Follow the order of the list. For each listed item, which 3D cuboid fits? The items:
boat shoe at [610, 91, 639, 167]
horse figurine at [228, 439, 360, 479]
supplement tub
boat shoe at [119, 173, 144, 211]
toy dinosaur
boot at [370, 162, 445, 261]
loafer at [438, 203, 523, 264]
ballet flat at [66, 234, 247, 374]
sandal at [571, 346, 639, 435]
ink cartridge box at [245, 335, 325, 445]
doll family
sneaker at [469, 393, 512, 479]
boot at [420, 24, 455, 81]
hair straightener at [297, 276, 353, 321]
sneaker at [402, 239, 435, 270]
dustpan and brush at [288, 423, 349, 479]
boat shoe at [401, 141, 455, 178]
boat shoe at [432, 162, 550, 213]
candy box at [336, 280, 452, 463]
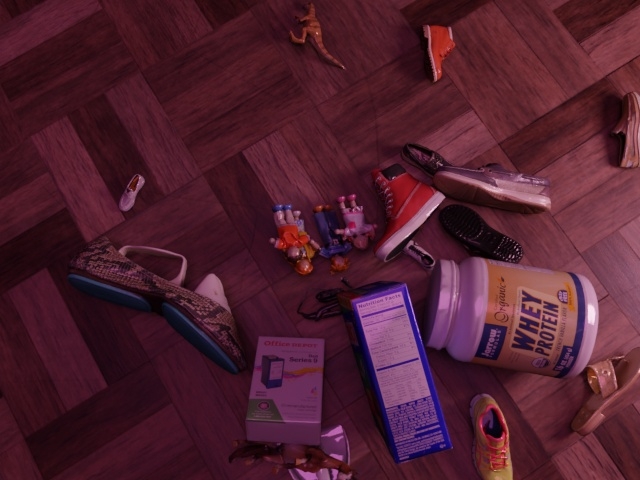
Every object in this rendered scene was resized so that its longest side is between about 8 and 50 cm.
[{"bbox_3d":[0.747,-0.270,1.359,0.072,0.068,0.190,-3,78,13],"label":"boat shoe"},{"bbox_3d":[-0.071,0.453,1.171,0.263,0.174,0.066,-4,75,38],"label":"horse figurine"},{"bbox_3d":[0.393,0.159,1.197,0.315,0.228,0.229,9,79,4],"label":"supplement tub"},{"bbox_3d":[-0.472,-0.120,1.383,0.035,0.035,0.100,28,80,7],"label":"boat shoe"},{"bbox_3d":[-0.022,-0.530,1.438,0.112,0.064,0.212,-18,79,-3],"label":"toy dinosaur"},{"bbox_3d":[0.158,-0.074,1.307,0.176,0.088,0.244,38,60,10],"label":"boot"},{"bbox_3d":[0.368,-0.001,1.309,0.080,0.078,0.220,-42,62,-13],"label":"loafer"},{"bbox_3d":[-0.344,0.118,1.281,0.482,0.164,0.182,26,60,9],"label":"ballet flat"},{"bbox_3d":[0.615,0.311,1.229,0.079,0.088,0.240,38,87,3],"label":"sandal"},{"bbox_3d":[-0.070,0.316,1.198,0.154,0.093,0.213,3,41,2],"label":"ink cartridge box"},{"bbox_3d":[0.000,0.000,1.318,0.262,0.118,0.163,-10,71,-18],"label":"doll family"},{"bbox_3d":[0.372,0.443,1.207,0.081,0.094,0.209,-11,79,-2],"label":"sneaker"},{"bbox_3d":[0.305,-0.479,1.421,0.084,0.059,0.158,-2,77,-3],"label":"boot"},{"bbox_3d":[0.054,0.132,1.314,0.230,0.047,0.089,-14,78,4],"label":"hair straightener"},{"bbox_3d":[0.230,0.027,1.324,0.109,0.044,0.040,37,84,11],"label":"sneaker"},{"bbox_3d":[0.011,0.529,1.218,0.147,0.060,0.211,-17,78,-1],"label":"dustpan and brush"},{"bbox_3d":[0.268,-0.192,1.364,0.152,0.049,0.056,25,80,7],"label":"boat shoe"},{"bbox_3d":[0.409,-0.137,1.326,0.285,0.103,0.093,14,74,1],"label":"boat shoe"},{"bbox_3d":[0.140,0.249,1.145,0.122,0.268,0.318,-15,87,-4],"label":"candy box"}]
